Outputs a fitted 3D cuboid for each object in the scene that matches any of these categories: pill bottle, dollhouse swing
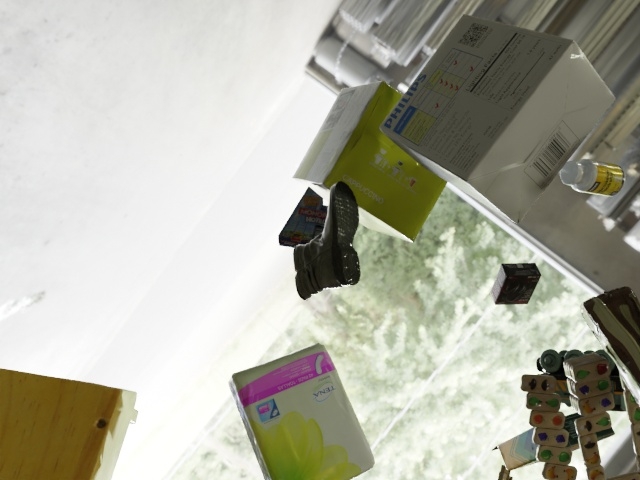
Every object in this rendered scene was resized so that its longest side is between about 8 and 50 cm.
[{"bbox_3d":[0.842,-0.197,1.882,0.103,0.184,0.103,-174,-90,-69],"label":"pill bottle"},{"bbox_3d":[-0.503,0.355,1.004,0.305,0.346,0.315,101,-2,-52],"label":"dollhouse swing"}]

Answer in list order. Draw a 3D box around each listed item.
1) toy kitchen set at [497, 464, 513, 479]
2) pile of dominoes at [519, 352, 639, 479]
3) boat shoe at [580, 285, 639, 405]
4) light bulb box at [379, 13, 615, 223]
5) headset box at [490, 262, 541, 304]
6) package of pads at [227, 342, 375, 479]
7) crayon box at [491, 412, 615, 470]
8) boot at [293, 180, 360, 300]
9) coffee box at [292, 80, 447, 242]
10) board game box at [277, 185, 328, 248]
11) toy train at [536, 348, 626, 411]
[{"bbox_3d":[0.623,0.780,1.956,0.075,0.068,0.083,-8,-124,49],"label":"toy kitchen set"},{"bbox_3d":[0.446,0.314,0.990,0.195,0.251,0.040,-15,-173,-1],"label":"pile of dominoes"},{"bbox_3d":[0.511,0.186,0.924,0.095,0.258,0.095,-30,166,4],"label":"boat shoe"},{"bbox_3d":[0.394,-0.294,1.419,0.358,0.225,0.361,-53,-143,7],"label":"light bulb box"},{"bbox_3d":[0.333,0.078,1.042,0.032,0.062,0.083,-99,-168,-47],"label":"headset box"},{"bbox_3d":[-0.039,0.390,1.300,0.229,0.297,0.101,-17,161,-23],"label":"package of pads"},{"bbox_3d":[0.629,0.555,1.672,0.202,0.081,0.319,-11,153,-14],"label":"crayon box"},{"bbox_3d":[0.000,0.000,1.329,0.161,0.247,0.083,-17,155,38],"label":"boot"},{"bbox_3d":[0.169,-0.237,1.847,0.338,0.337,0.334,-60,-160,-2],"label":"coffee box"},{"bbox_3d":[-0.008,-0.061,1.790,0.060,0.194,0.194,90,12,-60],"label":"board game box"},{"bbox_3d":[0.853,0.448,1.959,0.333,0.142,0.190,-12,-108,49],"label":"toy train"}]
